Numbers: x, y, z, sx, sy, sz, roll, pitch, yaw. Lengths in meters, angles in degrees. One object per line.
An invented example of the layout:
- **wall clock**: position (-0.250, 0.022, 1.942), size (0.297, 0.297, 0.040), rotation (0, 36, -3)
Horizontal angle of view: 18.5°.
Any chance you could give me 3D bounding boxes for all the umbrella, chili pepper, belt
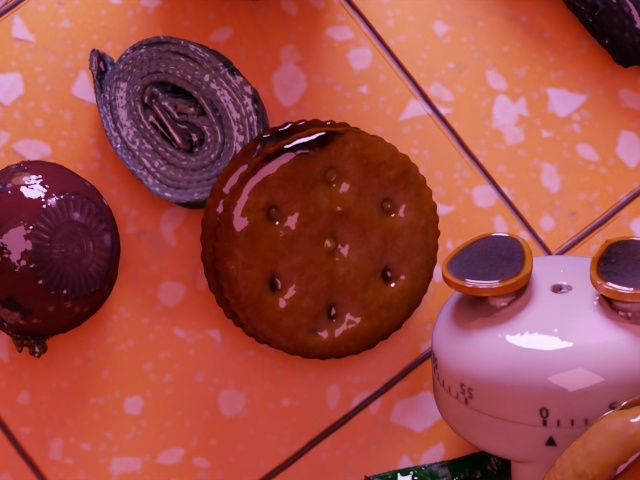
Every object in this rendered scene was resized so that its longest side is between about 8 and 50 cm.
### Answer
- **umbrella**: position (0.226, -0.275, 1.864), size (0.326, 0.094, 0.090), rotation (42, 124, 2)
- **chili pepper**: position (0.154, 0.226, 1.787), size (0.227, 0.059, 0.088), rotation (-15, 86, -11)
- **belt**: position (-0.123, -0.109, 1.809), size (0.148, 0.082, 0.163), rotation (-13, 87, 4)

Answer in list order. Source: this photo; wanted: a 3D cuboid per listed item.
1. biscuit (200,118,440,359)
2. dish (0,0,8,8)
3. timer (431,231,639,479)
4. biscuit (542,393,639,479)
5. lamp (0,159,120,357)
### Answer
- **biscuit**: position (0.000, 0.000, 1.767), size (0.220, 0.066, 0.220), rotation (-4, 100, -23)
- **dish**: position (-0.388, -0.264, 1.819), size (0.229, 0.081, 0.229), rotation (1, 83, -4)
- **timer**: position (0.212, 0.125, 1.731), size (0.234, 0.233, 0.240), rotation (-7, 117, -6)
- **biscuit**: position (0.294, 0.228, 1.633), size (0.296, 0.296, 0.102), rotation (-25, 42, -8)
- **lamp**: position (-0.259, 0.008, 1.757), size (0.157, 0.135, 0.156), rotation (-43, 117, -35)
